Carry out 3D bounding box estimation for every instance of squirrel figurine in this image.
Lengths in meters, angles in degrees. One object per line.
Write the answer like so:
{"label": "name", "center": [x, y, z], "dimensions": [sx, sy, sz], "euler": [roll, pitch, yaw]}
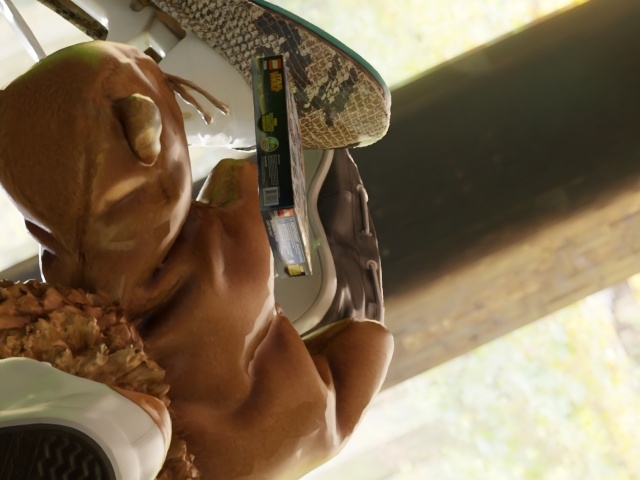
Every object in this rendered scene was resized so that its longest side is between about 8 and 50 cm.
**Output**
{"label": "squirrel figurine", "center": [-0.156, 0.058, 1.201], "dimensions": [0.397, 0.281, 0.370], "euler": [-61, -33, -43]}

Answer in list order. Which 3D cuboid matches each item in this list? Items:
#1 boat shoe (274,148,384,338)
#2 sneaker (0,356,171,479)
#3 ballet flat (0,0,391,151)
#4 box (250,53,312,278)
{"label": "boat shoe", "center": [0.000, 0.000, 1.556], "dimensions": [0.095, 0.112, 0.335], "euler": [42, -154, -29]}
{"label": "sneaker", "center": [-0.222, 0.122, 0.923], "dimensions": [0.123, 0.290, 0.106], "euler": [-36, -53, -68]}
{"label": "ballet flat", "center": [-0.170, -0.193, 1.511], "dimensions": [0.483, 0.182, 0.164], "euler": [36, 148, 13]}
{"label": "box", "center": [-0.028, -0.054, 1.178], "dimensions": [0.094, 0.027, 0.137], "euler": [77, -173, -58]}
